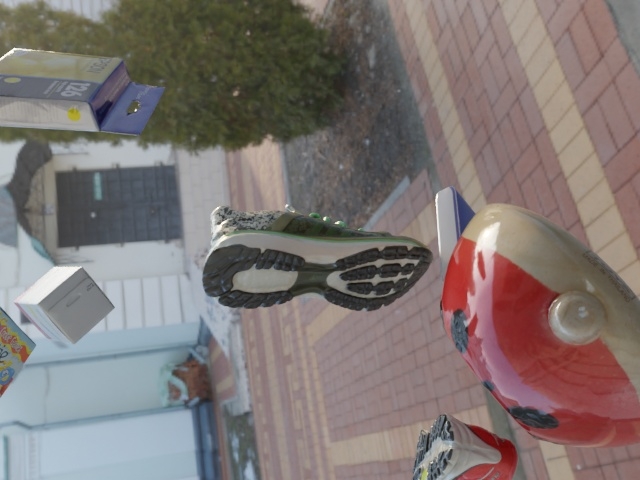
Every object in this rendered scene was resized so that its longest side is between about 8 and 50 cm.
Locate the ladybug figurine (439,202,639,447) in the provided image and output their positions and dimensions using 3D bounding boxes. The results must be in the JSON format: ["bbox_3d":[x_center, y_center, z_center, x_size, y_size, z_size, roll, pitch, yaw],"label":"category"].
[{"bbox_3d":[0.250,0.109,0.725,0.305,0.162,0.449,52,-174,21],"label":"ladybug figurine"}]

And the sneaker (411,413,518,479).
[{"bbox_3d":[0.192,0.316,0.866,0.279,0.118,0.107,96,-172,-66],"label":"sneaker"}]

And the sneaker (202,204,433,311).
[{"bbox_3d":[0.000,0.000,1.039,0.158,0.410,0.182,-62,34,37],"label":"sneaker"}]

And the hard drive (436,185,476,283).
[{"bbox_3d":[0.308,0.076,1.127,0.040,0.318,0.210,-25,40,30],"label":"hard drive"}]

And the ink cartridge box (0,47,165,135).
[{"bbox_3d":[-0.473,-0.289,1.206,0.304,0.307,0.072,-99,11,-60],"label":"ink cartridge box"}]

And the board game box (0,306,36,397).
[{"bbox_3d":[-0.677,0.174,1.107,0.144,0.275,0.142,80,-152,-51],"label":"board game box"}]

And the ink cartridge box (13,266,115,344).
[{"bbox_3d":[-0.587,0.146,1.454,0.176,0.128,0.127,-3,126,49],"label":"ink cartridge box"}]
